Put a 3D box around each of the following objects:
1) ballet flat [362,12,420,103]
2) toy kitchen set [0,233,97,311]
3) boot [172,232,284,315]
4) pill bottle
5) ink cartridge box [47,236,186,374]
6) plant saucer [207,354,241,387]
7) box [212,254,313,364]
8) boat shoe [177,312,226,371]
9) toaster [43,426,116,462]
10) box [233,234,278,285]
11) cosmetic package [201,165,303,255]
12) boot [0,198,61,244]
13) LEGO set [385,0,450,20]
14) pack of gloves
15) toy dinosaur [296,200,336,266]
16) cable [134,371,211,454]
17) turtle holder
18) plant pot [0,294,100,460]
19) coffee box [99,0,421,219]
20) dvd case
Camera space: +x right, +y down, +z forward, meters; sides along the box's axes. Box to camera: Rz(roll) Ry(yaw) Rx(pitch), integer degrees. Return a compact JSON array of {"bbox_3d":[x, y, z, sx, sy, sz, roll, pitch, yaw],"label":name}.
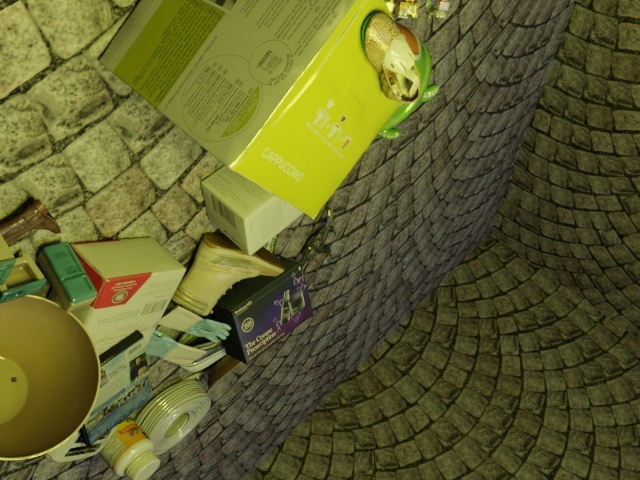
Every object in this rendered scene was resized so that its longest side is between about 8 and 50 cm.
[{"bbox_3d":[0.119,-0.273,1.032,0.073,0.067,0.206,-54,157,0],"label":"ballet flat"},{"bbox_3d":[-0.478,0.054,1.139,0.207,0.122,0.166,-22,165,-48],"label":"toy kitchen set"},{"bbox_3d":[-0.234,0.099,1.717,0.262,0.095,0.203,17,112,-46],"label":"boot"},{"bbox_3d":[-0.512,0.521,1.734,0.117,0.215,0.117,-41,156,-23],"label":"pill bottle"},{"bbox_3d":[-0.450,0.153,1.402,0.226,0.131,0.306,-7,133,-60],"label":"ink cartridge box"},{"bbox_3d":[-0.233,0.335,2.075,0.310,0.050,0.310,-40,178,-2],"label":"plant saucer"},{"bbox_3d":[-0.156,0.186,1.856,0.261,0.103,0.184,-35,123,-35],"label":"box"},{"bbox_3d":[-0.259,0.243,1.906,0.335,0.121,0.119,-38,152,-31],"label":"boat shoe"},{"bbox_3d":[-0.575,0.417,1.549,0.129,0.146,0.227,-52,158,4],"label":"toaster"},{"bbox_3d":[-0.178,0.041,1.860,0.114,0.036,0.207,-30,150,-41],"label":"box"},{"bbox_3d":[-0.150,-0.099,1.549,0.184,0.151,0.151,-39,155,-23],"label":"cosmetic package"},{"bbox_3d":[-0.514,-0.012,1.158,0.114,0.037,0.106,-40,156,-17],"label":"boot"},{"bbox_3d":[0.142,-0.550,1.477,0.287,0.132,0.107,-6,118,-29],"label":"LEGO set"},{"bbox_3d":[-0.357,0.234,1.718,0.195,0.046,0.232,-35,143,17],"label":"pack of gloves"},{"bbox_3d":[0.000,0.000,2.105,0.118,0.064,0.268,5,119,-55],"label":"toy dinosaur"},{"bbox_3d":[-0.451,0.538,2.039,0.257,0.089,0.257,-16,139,-54],"label":"cable"},{"bbox_3d":[0.081,-0.368,1.527,0.320,0.243,0.227,-17,158,33],"label":"turtle holder"},{"bbox_3d":[-0.572,0.257,1.215,0.284,0.284,0.191,-26,179,-45],"label":"plant pot"},{"bbox_3d":[-0.084,-0.289,1.144,0.338,0.334,0.337,-52,157,4],"label":"coffee box"},{"bbox_3d":[-0.446,0.321,1.445,0.180,0.022,0.253,-36,150,-34],"label":"dvd case"}]
